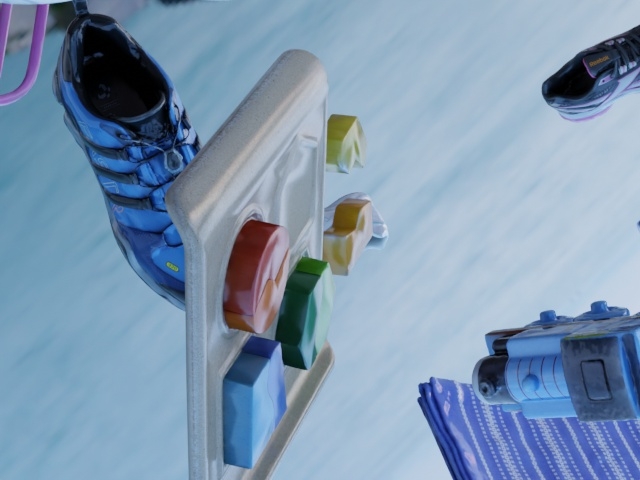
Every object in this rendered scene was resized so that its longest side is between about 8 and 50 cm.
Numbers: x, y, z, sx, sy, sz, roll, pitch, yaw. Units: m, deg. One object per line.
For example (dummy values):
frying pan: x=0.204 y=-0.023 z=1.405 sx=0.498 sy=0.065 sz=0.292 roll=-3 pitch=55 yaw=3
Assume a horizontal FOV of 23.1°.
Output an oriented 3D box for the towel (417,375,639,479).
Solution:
towel: x=0.294 y=0.258 z=1.857 sx=0.336 sy=0.243 sz=0.040 roll=4 pitch=128 yaw=-23

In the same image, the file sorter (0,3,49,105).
file sorter: x=-0.320 y=-0.149 z=1.034 sx=0.291 sy=0.202 sz=0.182 roll=-22 pitch=-124 yaw=54

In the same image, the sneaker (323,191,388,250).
sneaker: x=0.000 y=0.000 z=1.560 sx=0.152 sy=0.061 sz=0.053 roll=-21 pitch=144 yaw=-23

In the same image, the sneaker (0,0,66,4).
sneaker: x=-0.117 y=-0.177 z=0.922 sx=0.123 sy=0.290 sz=0.105 roll=58 pitch=35 yaw=-79

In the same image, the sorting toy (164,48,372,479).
sorting toy: x=-0.012 y=0.007 z=0.955 sx=0.307 sy=0.041 sz=0.229 roll=-57 pitch=150 yaw=-54

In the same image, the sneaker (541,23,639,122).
sneaker: x=0.303 y=-0.177 z=1.587 sx=0.178 sy=0.072 sz=0.077 roll=-37 pitch=157 yaw=27

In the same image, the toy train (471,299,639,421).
toy train: x=0.191 y=0.089 z=1.130 sx=0.105 sy=0.080 sz=0.184 roll=-15 pitch=-176 yaw=-44

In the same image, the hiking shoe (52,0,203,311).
hiking shoe: x=-0.147 y=-0.061 z=1.355 sx=0.113 sy=0.304 sz=0.132 roll=-33 pitch=167 yaw=-13

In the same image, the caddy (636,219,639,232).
caddy: x=0.434 y=0.027 z=1.392 sx=0.179 sy=0.241 sz=0.341 roll=-39 pitch=-162 yaw=5
